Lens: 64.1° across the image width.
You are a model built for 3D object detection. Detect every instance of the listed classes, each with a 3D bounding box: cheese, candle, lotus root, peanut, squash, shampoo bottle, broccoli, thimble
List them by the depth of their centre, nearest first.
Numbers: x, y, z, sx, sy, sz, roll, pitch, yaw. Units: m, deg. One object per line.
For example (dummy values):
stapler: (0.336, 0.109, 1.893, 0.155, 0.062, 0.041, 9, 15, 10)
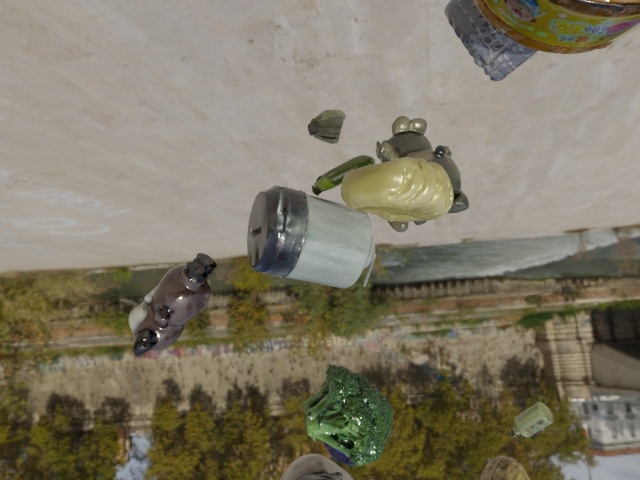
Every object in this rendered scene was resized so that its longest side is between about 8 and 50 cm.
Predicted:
cheese: (0.154, -0.102, 1.058, 0.225, 0.117, 0.214, -3, 174, 30)
thimble: (0.407, -0.501, 1.168, 0.205, 0.236, 0.172, 27, 132, -32)
candle: (0.000, 0.000, 1.263, 0.342, 0.222, 0.221, 12, 163, -21)
peanut: (0.454, 0.681, 1.302, 0.143, 0.291, 0.159, 22, 135, 22)
squash: (0.056, -0.173, 1.329, 0.183, 0.052, 0.052, -25, 164, 13)
broccoli: (0.073, 0.464, 1.366, 0.241, 0.269, 0.261, -10, -168, 0)
shampoo bottle: (0.740, 0.646, 1.814, 0.079, 0.079, 0.162, 8, 133, -47)
lotus root: (0.018, -0.466, 2.054, 0.144, 0.070, 0.143, -2, 139, -28)

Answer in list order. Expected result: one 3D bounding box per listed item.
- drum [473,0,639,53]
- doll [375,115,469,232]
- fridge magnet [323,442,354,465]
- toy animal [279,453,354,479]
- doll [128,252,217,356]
drum: (0.455, -0.544, 0.846, 0.430, 0.432, 0.214, -5, -179, 2)
doll: (0.323, -0.175, 1.697, 0.252, 0.383, 0.379, -12, 146, -7)
fridge magnet: (0.130, 0.746, 2.021, 0.265, 0.266, 0.113, -7, 158, 11)
toy animal: (0.000, 0.507, 0.962, 0.165, 0.187, 0.235, -40, 177, -5)
doll: (-0.330, 0.146, 1.137, 0.257, 0.117, 0.182, -45, -177, 20)
